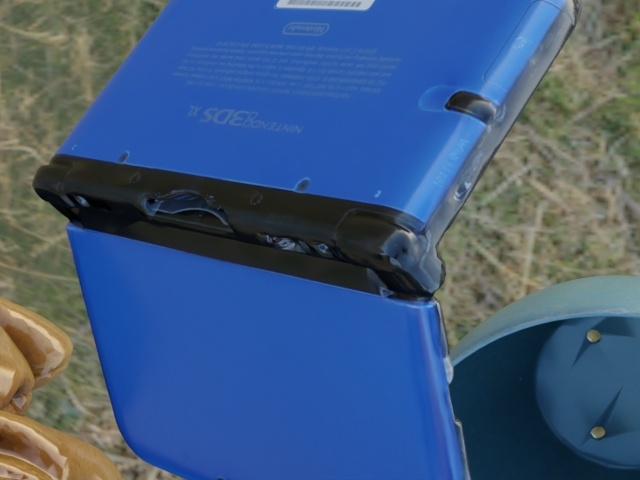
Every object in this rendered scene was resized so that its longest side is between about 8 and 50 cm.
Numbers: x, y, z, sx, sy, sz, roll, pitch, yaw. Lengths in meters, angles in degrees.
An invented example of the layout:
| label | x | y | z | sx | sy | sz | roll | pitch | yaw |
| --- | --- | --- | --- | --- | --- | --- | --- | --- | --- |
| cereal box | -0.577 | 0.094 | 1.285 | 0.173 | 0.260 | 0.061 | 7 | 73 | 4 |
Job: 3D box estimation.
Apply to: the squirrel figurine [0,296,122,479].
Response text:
| label | x | y | z | sx | sy | sz | roll | pitch | yaw |
| --- | --- | --- | --- | --- | --- | --- | --- | --- | --- |
| squirrel figurine | -0.299 | 0.185 | 1.074 | 0.281 | 0.370 | 0.397 | -48 | 132 | -2 |

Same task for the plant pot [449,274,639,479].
| label | x | y | z | sx | sy | sz | roll | pitch | yaw |
| --- | --- | --- | --- | --- | --- | --- | --- | --- | --- |
| plant pot | 0.204 | 0.139 | 1.023 | 0.195 | 0.290 | 0.290 | -58 | 130 | -63 |

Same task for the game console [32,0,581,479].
| label | x | y | z | sx | sy | sz | roll | pitch | yaw |
| --- | --- | --- | --- | --- | --- | --- | --- | --- | --- |
| game console | 0.000 | 0.000 | 0.791 | 0.173 | 0.293 | 0.250 | 49 | 65 | -37 |
